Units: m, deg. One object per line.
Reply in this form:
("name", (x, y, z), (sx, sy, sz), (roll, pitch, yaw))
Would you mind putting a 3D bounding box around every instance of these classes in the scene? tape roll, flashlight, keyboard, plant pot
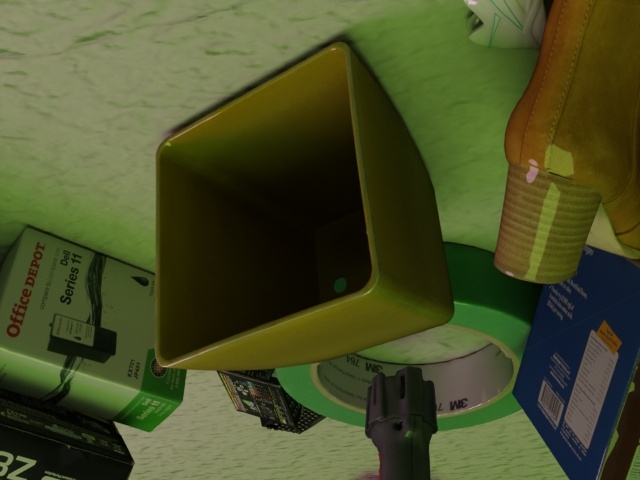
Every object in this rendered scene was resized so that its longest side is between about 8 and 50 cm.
("tape roll", (0.109, 0.125, 0.936), (0.321, 0.077, 0.321), (3, 143, 2))
("flashlight", (0.082, 0.296, 0.849), (0.103, 0.304, 0.103), (-16, 139, 24))
("keyboard", (-0.024, 0.233, 1.136), (0.108, 0.023, 0.180), (22, 139, -23))
("plant pot", (0.000, 0.000, 0.689), (0.212, 0.212, 0.187), (-23, 150, 30))

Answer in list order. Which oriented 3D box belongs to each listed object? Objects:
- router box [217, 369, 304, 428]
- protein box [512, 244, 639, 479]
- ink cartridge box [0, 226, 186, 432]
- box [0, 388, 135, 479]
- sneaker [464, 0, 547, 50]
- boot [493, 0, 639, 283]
("router box", (-0.077, 0.194, 1.053), (0.092, 0.038, 0.122), (12, 145, 18))
("protein box", (0.292, 0.106, 0.729), (0.136, 0.200, 0.201), (10, 106, -8))
("ink cartridge box", (-0.250, 0.098, 0.864), (0.208, 0.153, 0.087), (23, 136, -26))
("box", (-0.425, 0.159, 0.869), (0.395, 0.097, 0.318), (26, 180, -28))
("sneaker", (0.122, -0.185, 0.540), (0.061, 0.053, 0.152), (-3, 143, 13))
("boot", (0.219, -0.094, 0.600), (0.104, 0.295, 0.211), (21, 110, 27))
